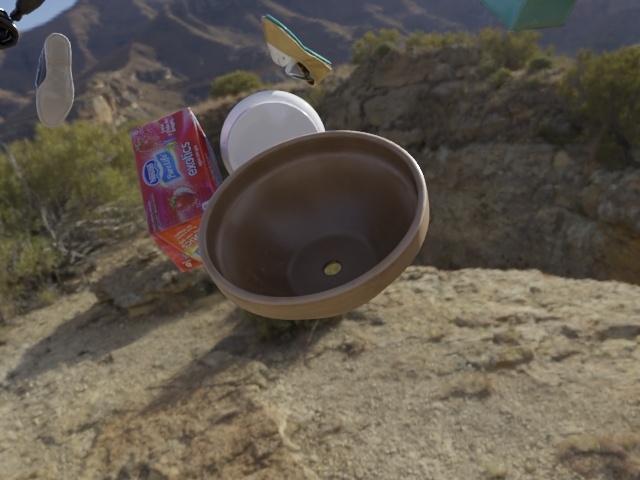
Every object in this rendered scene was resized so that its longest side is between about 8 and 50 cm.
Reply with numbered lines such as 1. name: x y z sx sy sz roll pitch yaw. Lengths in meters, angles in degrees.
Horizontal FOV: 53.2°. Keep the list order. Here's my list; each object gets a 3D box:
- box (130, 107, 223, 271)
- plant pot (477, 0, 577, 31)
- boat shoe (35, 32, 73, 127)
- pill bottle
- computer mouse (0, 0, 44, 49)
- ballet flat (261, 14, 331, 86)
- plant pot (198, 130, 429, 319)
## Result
1. box: -0.238 -0.091 1.123 0.123 0.128 0.256 -22 55 1
2. plant pot: 0.418 -0.548 1.205 0.166 0.165 0.234 -17 -31 -29
3. boat shoe: -0.590 -0.348 1.412 0.075 0.206 0.065 5 -2 -35
4. pill bottle: -0.097 -0.201 1.307 0.210 0.210 0.363 -16 14 -2
5. computer mouse: -0.291 -0.268 0.585 0.262 0.060 0.184 -46 -9 24
6. ballet flat: -0.055 -0.373 1.295 0.080 0.073 0.232 44 14 31
7. plant pot: 0.000 0.000 0.680 0.238 0.109 0.237 -9 48 10
